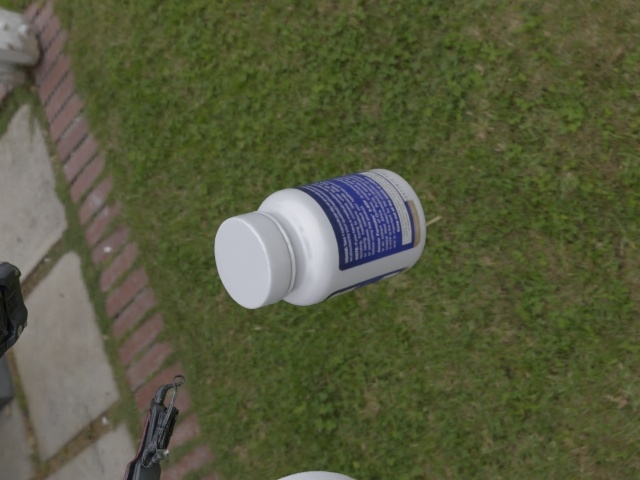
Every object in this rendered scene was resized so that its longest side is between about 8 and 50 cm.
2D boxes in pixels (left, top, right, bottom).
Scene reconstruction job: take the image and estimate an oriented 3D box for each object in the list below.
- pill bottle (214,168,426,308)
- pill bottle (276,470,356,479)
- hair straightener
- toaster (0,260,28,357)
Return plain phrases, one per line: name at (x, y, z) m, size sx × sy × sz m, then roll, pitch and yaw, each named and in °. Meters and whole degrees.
pill bottle at (0.000, 0.000, 0.763) m, size 0.112 × 0.187 × 0.112 m, roll 20°, pitch 117°, yaw 45°
pill bottle at (0.013, 0.425, 0.756) m, size 0.407 × 0.229 × 0.229 m, roll -106°, pitch 38°, yaw -61°
hair straightener at (-0.222, 0.292, 1.110) m, size 0.089 × 0.047 × 0.230 m, roll -22°, pitch 44°, yaw 48°
toaster at (-0.476, 0.111, 0.988) m, size 0.146 × 0.227 × 0.129 m, roll 9°, pitch 126°, yaw 7°
